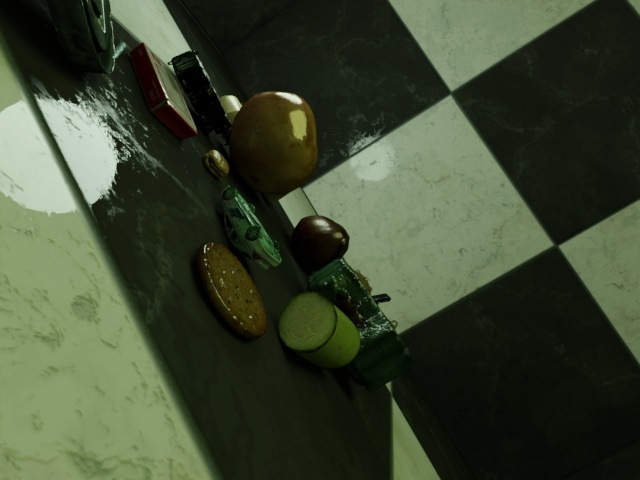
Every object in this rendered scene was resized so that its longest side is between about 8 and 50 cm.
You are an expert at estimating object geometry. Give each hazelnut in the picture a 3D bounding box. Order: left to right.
[{"bbox_3d":[0.000,0.000,1.499,0.218,0.218,0.234,58,8,-5],"label":"hazelnut"}]

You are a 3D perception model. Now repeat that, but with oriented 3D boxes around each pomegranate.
[{"bbox_3d":[-0.170,-0.323,1.348,0.338,0.338,0.338,57,6,-10],"label":"pomegranate"}]

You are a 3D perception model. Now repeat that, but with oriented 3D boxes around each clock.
[{"bbox_3d":[-0.370,-0.378,0.633,0.226,0.048,0.226,174,-90,-76],"label":"clock"}]

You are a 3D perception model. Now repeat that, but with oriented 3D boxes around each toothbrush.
[{"bbox_3d":[-0.427,-0.387,0.847,0.016,0.019,0.220,48,11,-35],"label":"toothbrush"}]

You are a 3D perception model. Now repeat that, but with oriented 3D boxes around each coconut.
[{"bbox_3d":[-0.336,-0.462,1.520,0.122,0.116,0.116,63,7,18],"label":"coconut"}]

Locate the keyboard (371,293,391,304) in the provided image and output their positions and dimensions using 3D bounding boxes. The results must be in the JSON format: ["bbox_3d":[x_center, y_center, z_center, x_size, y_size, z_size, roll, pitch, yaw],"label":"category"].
[{"bbox_3d":[0.131,0.218,1.437,0.072,0.230,0.023,-135,-143,-81],"label":"keyboard"}]

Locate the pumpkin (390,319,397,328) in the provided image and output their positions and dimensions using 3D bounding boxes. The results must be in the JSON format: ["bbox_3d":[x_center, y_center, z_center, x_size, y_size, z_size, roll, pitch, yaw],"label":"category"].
[{"bbox_3d":[0.194,0.344,1.439,0.260,0.189,0.260,58,5,-7],"label":"pumpkin"}]

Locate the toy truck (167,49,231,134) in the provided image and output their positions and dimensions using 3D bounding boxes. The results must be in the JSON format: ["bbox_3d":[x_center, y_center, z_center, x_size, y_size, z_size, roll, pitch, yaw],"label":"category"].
[{"bbox_3d":[-0.339,-0.419,1.171,0.121,0.088,0.259,62,-5,26],"label":"toy truck"}]

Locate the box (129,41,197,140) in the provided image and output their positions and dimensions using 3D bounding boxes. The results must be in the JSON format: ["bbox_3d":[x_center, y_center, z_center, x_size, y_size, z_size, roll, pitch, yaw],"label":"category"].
[{"bbox_3d":[-0.370,-0.349,0.964,0.229,0.050,0.123,62,7,28],"label":"box"}]

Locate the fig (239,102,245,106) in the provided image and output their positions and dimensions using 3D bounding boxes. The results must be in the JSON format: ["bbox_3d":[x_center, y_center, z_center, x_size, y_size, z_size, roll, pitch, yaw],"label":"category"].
[{"bbox_3d":[-0.319,-0.484,1.697,0.185,0.126,0.133,52,-5,-20],"label":"fig"}]

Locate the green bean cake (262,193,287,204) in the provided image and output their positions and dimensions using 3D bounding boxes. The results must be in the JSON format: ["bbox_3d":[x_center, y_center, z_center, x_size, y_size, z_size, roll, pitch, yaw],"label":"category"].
[{"bbox_3d":[-0.141,-0.218,1.556,0.085,0.179,0.109,56,4,-13],"label":"green bean cake"}]

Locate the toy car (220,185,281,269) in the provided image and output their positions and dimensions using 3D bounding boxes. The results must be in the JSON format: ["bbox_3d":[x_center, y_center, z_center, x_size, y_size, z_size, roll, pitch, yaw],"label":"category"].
[{"bbox_3d":[-0.166,-0.027,0.910,0.224,0.076,0.090,53,4,34],"label":"toy car"}]

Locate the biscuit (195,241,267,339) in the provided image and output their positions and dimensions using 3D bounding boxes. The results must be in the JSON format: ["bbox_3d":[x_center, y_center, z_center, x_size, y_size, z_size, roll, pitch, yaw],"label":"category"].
[{"bbox_3d":[-0.151,0.086,0.701,0.188,0.027,0.188,59,7,-11],"label":"biscuit"}]

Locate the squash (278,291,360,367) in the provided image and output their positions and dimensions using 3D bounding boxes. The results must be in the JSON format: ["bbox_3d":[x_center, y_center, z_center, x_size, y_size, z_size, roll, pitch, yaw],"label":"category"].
[{"bbox_3d":[0.014,0.218,0.913,0.133,0.132,0.247,63,6,36],"label":"squash"}]

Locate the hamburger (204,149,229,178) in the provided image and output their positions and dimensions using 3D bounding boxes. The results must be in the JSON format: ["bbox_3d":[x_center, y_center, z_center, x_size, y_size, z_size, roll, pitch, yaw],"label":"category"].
[{"bbox_3d":[-0.270,-0.199,1.067,0.076,0.044,0.083,55,4,-35],"label":"hamburger"}]

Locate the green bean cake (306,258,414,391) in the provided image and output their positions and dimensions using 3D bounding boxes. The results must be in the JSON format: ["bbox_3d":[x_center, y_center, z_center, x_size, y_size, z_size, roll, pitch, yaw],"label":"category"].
[{"bbox_3d":[0.091,0.228,1.154,0.308,0.169,0.300,60,-4,-12],"label":"green bean cake"}]

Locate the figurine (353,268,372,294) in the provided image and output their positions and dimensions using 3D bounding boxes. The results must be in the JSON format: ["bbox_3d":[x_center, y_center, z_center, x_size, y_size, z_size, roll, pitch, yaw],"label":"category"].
[{"bbox_3d":[0.116,0.197,1.598,0.177,0.173,0.247,60,7,16],"label":"figurine"}]
